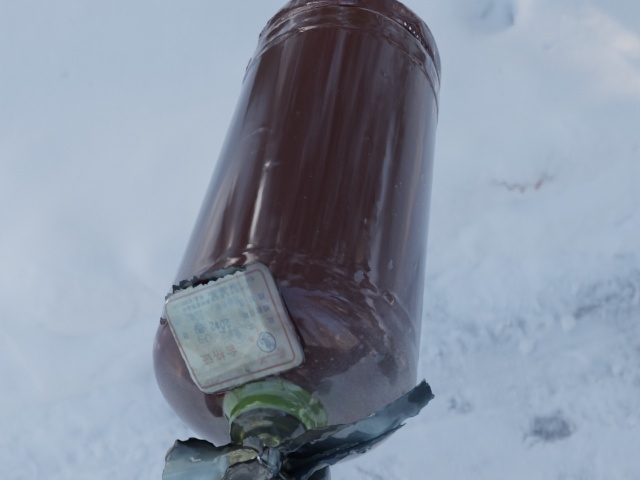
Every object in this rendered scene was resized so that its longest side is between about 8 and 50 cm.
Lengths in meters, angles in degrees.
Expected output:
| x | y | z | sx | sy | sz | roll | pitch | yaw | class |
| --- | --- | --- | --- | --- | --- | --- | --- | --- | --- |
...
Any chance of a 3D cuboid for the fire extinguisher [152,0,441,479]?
| x | y | z | sx | sy | sz | roll | pitch | yaw | class |
| --- | --- | --- | --- | --- | --- | --- | --- | --- | --- |
| 0.000 | 0.000 | 0.393 | 0.105 | 0.104 | 0.269 | -2 | 39 | 12 | fire extinguisher |
